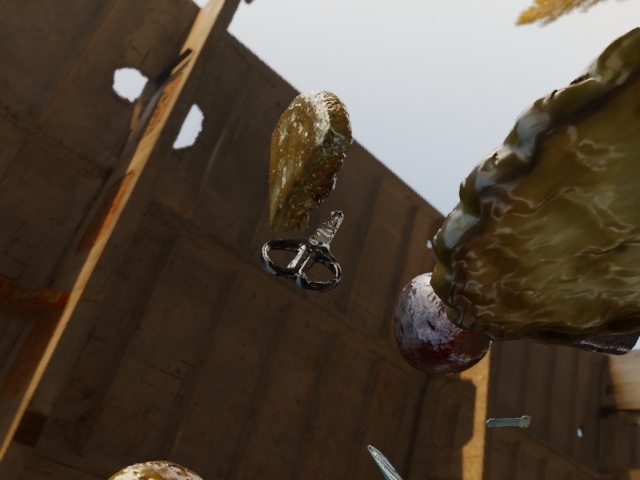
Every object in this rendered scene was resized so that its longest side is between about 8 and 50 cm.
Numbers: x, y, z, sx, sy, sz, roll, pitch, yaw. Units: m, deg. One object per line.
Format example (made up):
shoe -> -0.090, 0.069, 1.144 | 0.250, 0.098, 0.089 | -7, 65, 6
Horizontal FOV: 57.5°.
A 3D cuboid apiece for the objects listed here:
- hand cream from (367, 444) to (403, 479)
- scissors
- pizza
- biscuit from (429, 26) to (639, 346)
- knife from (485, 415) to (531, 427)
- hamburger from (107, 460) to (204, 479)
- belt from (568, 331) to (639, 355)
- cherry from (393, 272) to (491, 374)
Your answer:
hand cream -> 0.159, 0.489, 1.162 | 0.048, 0.224, 0.083 | -46, -68, -3
scissors -> 0.000, 0.000, 0.847 | 0.109, 0.022, 0.300 | 24, -156, 6
pizza -> -0.014, -0.178, 0.994 | 0.087, 0.268, 0.257 | 9, -124, -19
biscuit -> 0.254, -0.035, 0.466 | 0.330, 0.334, 0.078 | 0, -136, -18
knife -> 0.367, 0.355, 1.143 | 0.096, 0.010, 0.027 | 2, -69, -13
hamburger -> -0.134, 0.334, 0.520 | 0.245, 0.244, 0.162 | 28, -81, -35
belt -> 0.430, 0.058, 0.902 | 0.126, 0.139, 0.230 | 9, -107, -8
cherry -> 0.277, 0.188, 1.311 | 0.203, 0.300, 0.230 | 16, -99, -16
